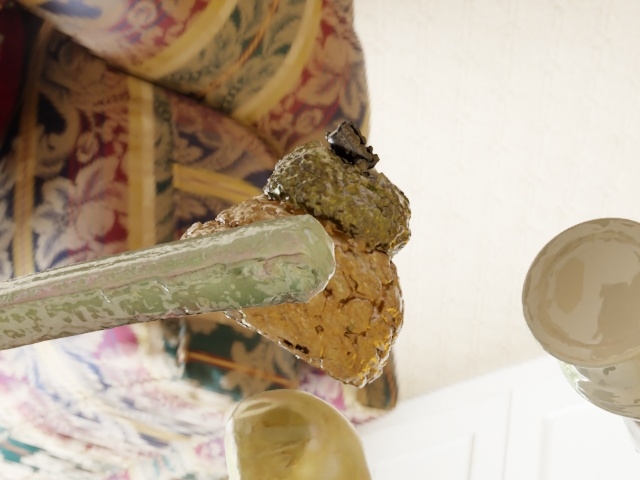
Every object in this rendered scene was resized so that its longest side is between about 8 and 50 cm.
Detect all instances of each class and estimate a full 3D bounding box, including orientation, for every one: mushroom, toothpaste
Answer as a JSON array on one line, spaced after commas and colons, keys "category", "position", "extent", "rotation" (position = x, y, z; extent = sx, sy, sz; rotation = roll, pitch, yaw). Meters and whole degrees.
[{"category": "mushroom", "position": [-0.019, 0.192, 0.983], "extent": [0.148, 0.148, 0.112], "rotation": [29, 124, -21]}, {"category": "toothpaste", "position": [0.153, 0.074, 0.514], "extent": [0.096, 0.061, 0.266], "rotation": [33, 171, 37]}]

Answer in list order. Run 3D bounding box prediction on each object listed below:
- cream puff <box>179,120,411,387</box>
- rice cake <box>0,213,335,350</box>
[{"category": "cream puff", "position": [0.000, 0.000, 0.894], "extent": [0.183, 0.169, 0.183], "rotation": [32, 176, 2]}, {"category": "rice cake", "position": [-0.092, 0.023, 0.533], "extent": [0.208, 0.033, 0.033], "rotation": [-11, 122, 20]}]
